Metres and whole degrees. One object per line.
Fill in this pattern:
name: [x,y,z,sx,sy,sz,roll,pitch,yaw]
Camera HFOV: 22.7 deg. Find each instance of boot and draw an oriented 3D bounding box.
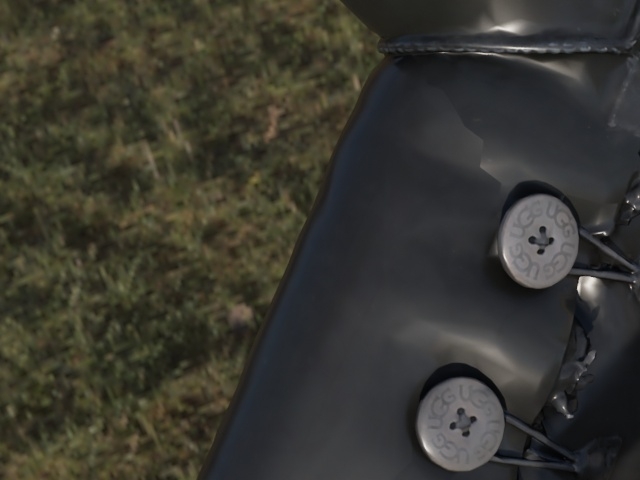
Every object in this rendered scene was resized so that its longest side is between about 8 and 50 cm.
boot: [0.002,0.001,0.697,0.367,0.445,0.146,20,3,-11]
